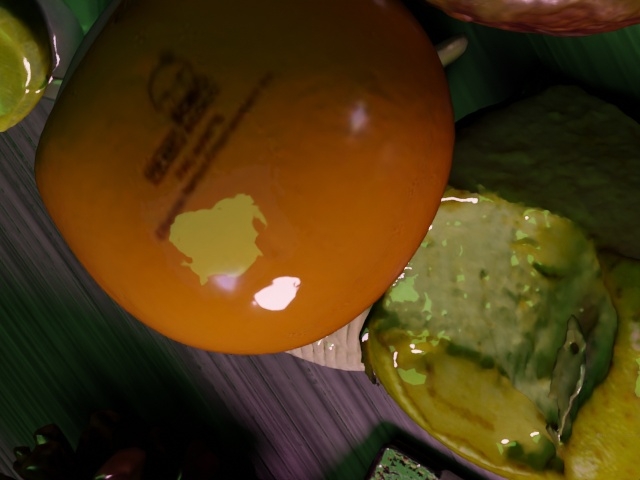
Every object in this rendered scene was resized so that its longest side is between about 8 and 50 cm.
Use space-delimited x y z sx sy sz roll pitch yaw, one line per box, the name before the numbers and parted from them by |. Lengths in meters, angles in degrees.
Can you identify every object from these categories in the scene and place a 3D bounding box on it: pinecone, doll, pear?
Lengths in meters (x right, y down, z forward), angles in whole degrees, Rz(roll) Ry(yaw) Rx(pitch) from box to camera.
pinecone | -0.166 0.254 1.320 0.264 0.264 0.264 17 133 19
doll | -0.022 -0.046 0.870 0.213 0.236 0.213 -1 88 22
pear | 0.162 0.072 0.956 0.255 0.164 0.238 36 137 35

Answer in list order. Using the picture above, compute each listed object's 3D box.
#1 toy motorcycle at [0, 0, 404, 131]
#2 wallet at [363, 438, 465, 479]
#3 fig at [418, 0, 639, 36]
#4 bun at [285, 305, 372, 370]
toy motorcycle | -0.081 -0.164 0.971 0.326 0.191 0.200 12 127 -2
wallet | 0.093 0.301 1.305 0.221 0.071 0.262 31 121 8
fig | 0.113 -0.184 0.819 0.181 0.181 0.191 42 99 -7
bun | 0.000 0.000 1.087 0.188 0.111 0.164 20 143 18
